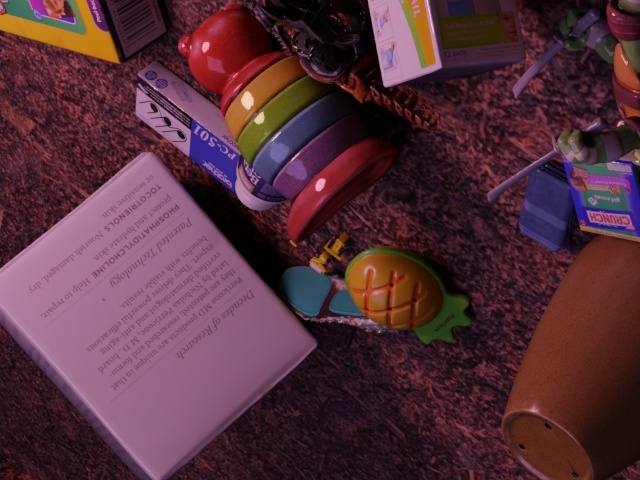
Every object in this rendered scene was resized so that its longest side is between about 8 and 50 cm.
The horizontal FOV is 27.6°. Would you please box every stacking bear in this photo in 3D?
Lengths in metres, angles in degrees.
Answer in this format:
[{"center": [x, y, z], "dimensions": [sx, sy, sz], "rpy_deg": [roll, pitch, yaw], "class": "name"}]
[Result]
[{"center": [-0.055, -0.169, 1.652], "dimensions": [0.289, 0.175, 0.164], "rpy_deg": [49, 167, 8], "class": "stacking bear"}]

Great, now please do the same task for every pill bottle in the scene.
[{"center": [-0.063, -0.106, 1.809], "dimensions": [0.094, 0.094, 0.169], "rpy_deg": [46, 149, 3], "class": "pill bottle"}]

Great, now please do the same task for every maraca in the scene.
[{"center": [0.120, 0.076, 1.791], "dimensions": [0.186, 0.099, 0.127], "rpy_deg": [33, 131, -10], "class": "maraca"}]

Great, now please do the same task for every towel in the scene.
[{"center": [0.270, -0.042, 1.534], "dimensions": [0.067, 0.029, 0.119], "rpy_deg": [33, 147, 23], "class": "towel"}]

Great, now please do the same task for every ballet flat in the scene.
[{"center": [0.034, 0.097, 1.941], "dimensions": [0.241, 0.091, 0.077], "rpy_deg": [15, 161, 48], "class": "ballet flat"}]

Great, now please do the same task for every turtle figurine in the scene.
[{"center": [0.252, -0.172, 1.250], "dimensions": [0.275, 0.198, 0.266], "rpy_deg": [19, 135, 34], "class": "turtle figurine"}]

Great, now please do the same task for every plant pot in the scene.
[{"center": [0.325, 0.155, 1.472], "dimensions": [0.237, 0.254, 0.237], "rpy_deg": [31, 144, 25], "class": "plant pot"}]

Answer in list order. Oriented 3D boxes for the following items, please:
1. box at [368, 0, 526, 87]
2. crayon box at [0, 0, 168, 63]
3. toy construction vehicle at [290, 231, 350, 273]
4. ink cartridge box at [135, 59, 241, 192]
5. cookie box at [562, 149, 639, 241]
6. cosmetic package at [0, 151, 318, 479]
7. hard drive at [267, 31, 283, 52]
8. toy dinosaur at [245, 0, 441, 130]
[{"center": [0.117, -0.267, 1.313], "dimensions": [0.103, 0.114, 0.203], "rpy_deg": [-10, 91, 59], "class": "box"}, {"center": [-0.397, -0.450, 1.824], "dimensions": [0.313, 0.106, 0.362], "rpy_deg": [21, 139, 39], "class": "crayon box"}, {"center": [0.000, 0.000, 1.918], "dimensions": [0.086, 0.035, 0.098], "rpy_deg": [38, 144, 7], "class": "toy construction vehicle"}, {"center": [-0.186, -0.169, 1.938], "dimensions": [0.207, 0.046, 0.097], "rpy_deg": [38, 149, 16], "class": "ink cartridge box"}, {"center": [0.324, -0.056, 1.440], "dimensions": [0.092, 0.040, 0.107], "rpy_deg": [13, 136, 42], "class": "cookie box"}, {"center": [-0.277, 0.134, 2.059], "dimensions": [0.393, 0.327, 0.329], "rpy_deg": [49, 164, -2], "class": "cosmetic package"}, {"center": [-0.082, -0.221, 1.773], "dimensions": [0.094, 0.022, 0.135], "rpy_deg": [54, 149, -11], "class": "hard drive"}, {"center": [0.020, -0.258, 1.533], "dimensions": [0.322, 0.164, 0.218], "rpy_deg": [24, 161, 3], "class": "toy dinosaur"}]
